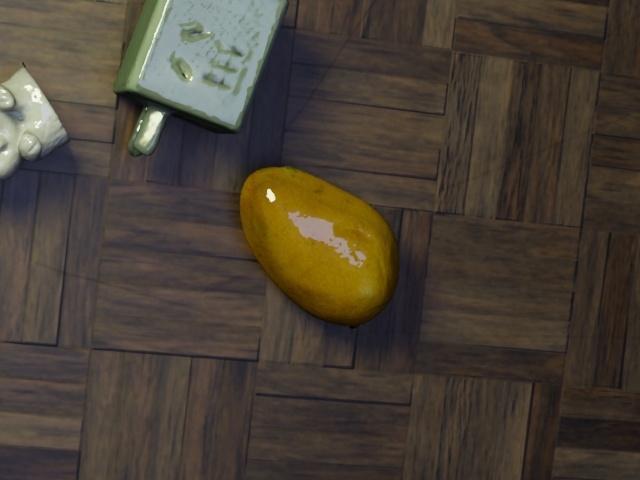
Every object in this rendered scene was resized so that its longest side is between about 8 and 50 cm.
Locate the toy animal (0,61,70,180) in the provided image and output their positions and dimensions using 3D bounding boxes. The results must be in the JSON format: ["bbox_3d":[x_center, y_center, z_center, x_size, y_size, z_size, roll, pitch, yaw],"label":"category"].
[{"bbox_3d":[-0.393,-0.103,1.705,0.221,0.131,0.103,-26,115,-9],"label":"toy animal"}]

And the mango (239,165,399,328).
[{"bbox_3d":[0.000,0.000,1.831,0.147,0.109,0.227,-38,105,15],"label":"mango"}]

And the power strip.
[{"bbox_3d":[-0.146,-0.191,1.756,0.140,0.139,0.224,20,88,-17],"label":"power strip"}]
